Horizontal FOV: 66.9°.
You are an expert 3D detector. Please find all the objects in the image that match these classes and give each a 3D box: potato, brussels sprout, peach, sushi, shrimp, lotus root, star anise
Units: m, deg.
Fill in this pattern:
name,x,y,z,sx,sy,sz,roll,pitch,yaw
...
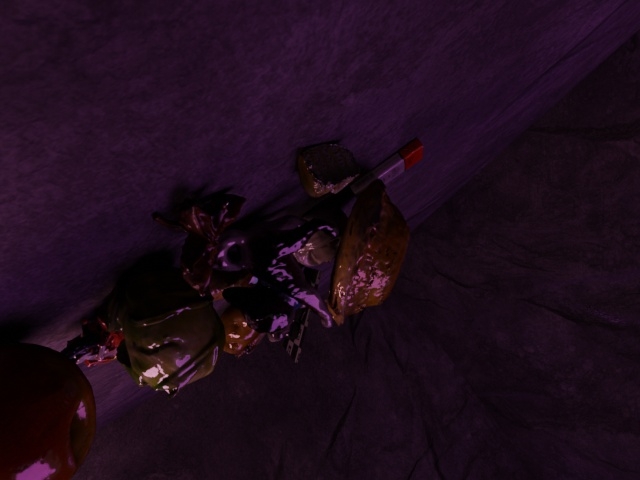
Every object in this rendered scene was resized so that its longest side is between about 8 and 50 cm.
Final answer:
name,x,y,z,sx,sy,sz,roll,pitch,yaw
potato,-0.256,0.278,1.890,0.369,0.176,0.195,-41,159,-13
brussels sprout,-0.327,0.188,1.040,0.227,0.259,0.294,-19,-178,-26
peach,-0.580,0.337,0.855,0.333,0.307,0.308,-5,170,5
sushi,-0.124,0.279,1.982,0.296,0.100,0.372,-175,-79,-75
shrimp,-0.281,0.353,1.996,0.294,0.154,0.062,-62,152,-28
lotus root,-0.279,0.114,1.293,0.259,0.097,0.110,-22,166,-37
star anise,-0.217,-0.013,0.896,0.196,0.111,0.212,-51,153,-49

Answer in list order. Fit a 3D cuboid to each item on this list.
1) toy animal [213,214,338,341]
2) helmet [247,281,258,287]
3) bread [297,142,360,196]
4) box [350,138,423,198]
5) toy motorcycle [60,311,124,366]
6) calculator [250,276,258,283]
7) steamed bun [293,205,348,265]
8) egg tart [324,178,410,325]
name,x,y,z,sx,sy,sz,roll,pitch,yaw
toy animal,-0.130,0.101,1.199,0.303,0.194,0.343,-13,115,-30
helmet,-0.217,0.132,1.605,0.098,0.070,0.123,-35,180,37
bread,-0.003,-0.142,1.036,0.156,0.102,0.110,-15,170,-46
box,0.205,-0.211,1.483,0.245,0.035,0.139,-36,168,6
toy motorcycle,-0.494,0.233,1.167,0.171,0.089,0.298,-36,168,1
calculator,-0.231,0.112,1.512,0.141,0.019,0.094,-28,136,-9
steamed bun,-0.001,0.000,1.487,0.218,0.144,0.211,-43,166,32
egg tart,0.146,0.046,1.404,0.443,0.178,0.442,16,90,-83
